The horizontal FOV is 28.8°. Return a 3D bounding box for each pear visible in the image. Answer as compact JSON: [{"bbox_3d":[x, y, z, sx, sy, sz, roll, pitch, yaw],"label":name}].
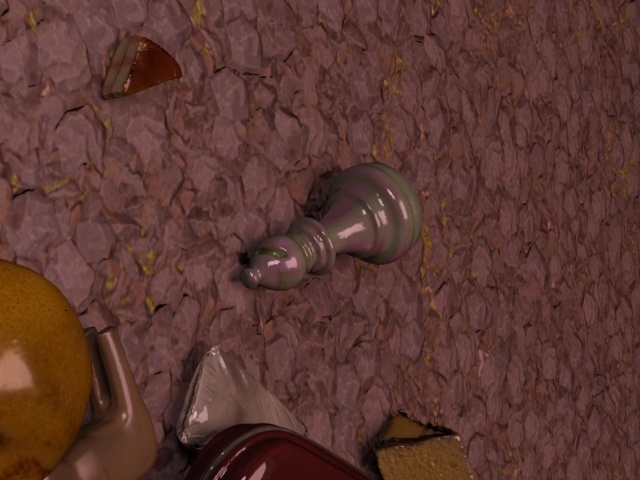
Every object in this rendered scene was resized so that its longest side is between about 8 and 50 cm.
[{"bbox_3d":[-0.296,0.110,1.074,0.209,0.209,0.208,7,82,-55],"label":"pear"}]

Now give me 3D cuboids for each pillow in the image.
[{"bbox_3d":[-0.090,0.230,1.485,0.229,0.051,0.128,50,52,-43],"label":"pillow"}]

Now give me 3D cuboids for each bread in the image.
[{"bbox_3d":[-0.199,-0.195,1.368,0.109,0.043,0.062,-27,111,-52],"label":"bread"},{"bbox_3d":[0.155,0.322,1.752,0.127,0.152,0.147,-50,128,-58],"label":"bread"}]

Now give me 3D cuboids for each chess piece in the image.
[{"bbox_3d":[0.000,0.000,1.587,0.272,0.139,0.139,-27,110,-42],"label":"chess piece"}]

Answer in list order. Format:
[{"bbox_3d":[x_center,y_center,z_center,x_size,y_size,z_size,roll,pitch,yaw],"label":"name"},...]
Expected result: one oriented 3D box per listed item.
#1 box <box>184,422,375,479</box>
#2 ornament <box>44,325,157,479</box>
[{"bbox_3d":[-0.035,0.373,1.468,0.404,0.108,0.263,41,71,-46],"label":"box"},{"bbox_3d":[-0.251,0.241,1.242,0.230,0.061,0.244,-34,112,-49],"label":"ornament"}]
